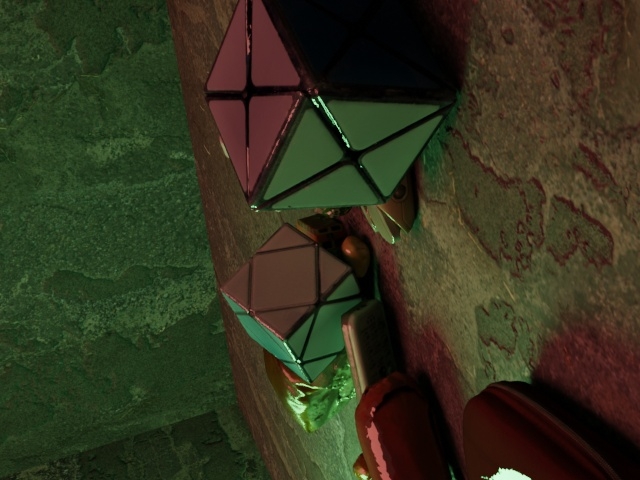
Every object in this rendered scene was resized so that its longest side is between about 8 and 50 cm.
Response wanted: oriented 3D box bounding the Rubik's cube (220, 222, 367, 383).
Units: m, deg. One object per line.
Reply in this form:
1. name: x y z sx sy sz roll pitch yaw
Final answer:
1. Rubik's cube: -0.045 0.127 1.883 0.205 0.207 0.205 36 162 34

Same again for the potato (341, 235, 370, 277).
1. potato: 0.070 0.032 1.844 0.068 0.062 0.083 -49 -35 -68

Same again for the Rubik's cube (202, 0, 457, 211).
1. Rubik's cube: 0.001 -0.215 1.356 0.255 0.260 0.259 -58 43 43

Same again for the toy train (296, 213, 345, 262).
1. toy train: 0.000 0.000 2.045 0.188 0.072 0.099 -147 43 -68

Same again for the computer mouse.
1. computer mouse: 0.098 -0.115 1.557 0.145 0.082 0.237 -136 34 -61

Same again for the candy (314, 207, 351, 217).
1. candy: 0.000 -0.194 1.872 0.097 0.097 0.323 105 154 -62

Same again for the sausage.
1. sausage: 0.156 0.385 1.710 0.152 0.152 0.280 138 117 -74

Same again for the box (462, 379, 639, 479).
1. box: 0.310 0.341 1.179 0.404 0.108 0.263 -141 38 -66

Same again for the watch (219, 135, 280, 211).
1. watch: -0.111 -0.203 2.113 0.231 0.196 0.244 57 171 -32

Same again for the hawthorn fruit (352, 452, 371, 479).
1. hawthorn fruit: 0.116 0.538 2.175 0.077 0.077 0.077 165 90 -75

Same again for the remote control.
1. remote control: 0.106 0.290 1.842 0.065 0.128 0.335 -5 103 31

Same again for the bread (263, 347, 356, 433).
1. bread: -0.011 0.272 2.060 0.279 0.225 0.250 86 163 -50
